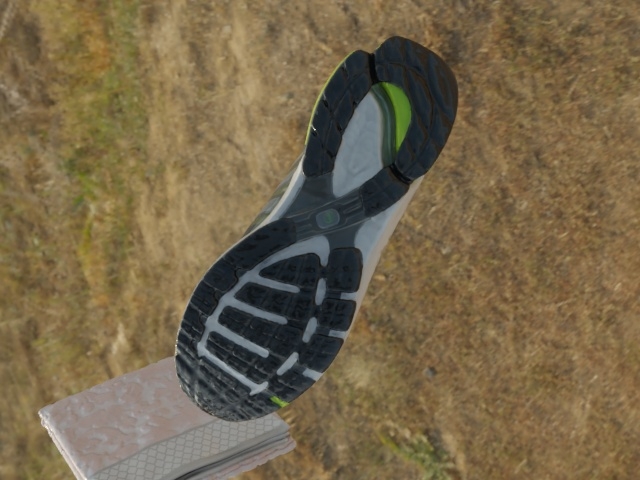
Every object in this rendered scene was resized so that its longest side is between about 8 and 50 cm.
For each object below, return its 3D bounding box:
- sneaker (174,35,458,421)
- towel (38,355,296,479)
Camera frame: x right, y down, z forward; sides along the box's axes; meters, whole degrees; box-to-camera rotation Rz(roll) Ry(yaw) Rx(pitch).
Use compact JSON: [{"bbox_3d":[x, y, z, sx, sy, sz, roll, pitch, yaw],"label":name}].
[{"bbox_3d":[0.000,0.000,0.650,0.111,0.121,0.300,34,92,2],"label":"sneaker"},{"bbox_3d":[-0.255,0.302,1.457,0.317,0.331,0.054,34,134,48],"label":"towel"}]
